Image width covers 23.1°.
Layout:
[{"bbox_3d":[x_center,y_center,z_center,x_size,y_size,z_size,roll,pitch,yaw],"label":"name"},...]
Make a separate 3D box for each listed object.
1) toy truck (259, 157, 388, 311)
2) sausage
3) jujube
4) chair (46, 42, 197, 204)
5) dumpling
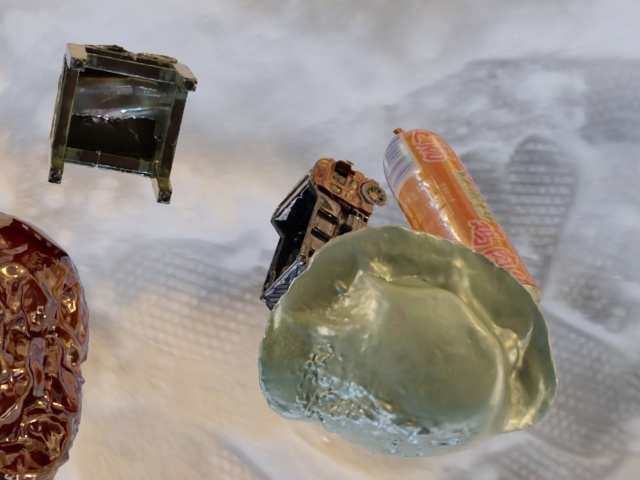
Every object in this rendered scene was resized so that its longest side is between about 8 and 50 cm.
[{"bbox_3d":[0.000,0.000,1.592,0.092,0.083,0.192,33,41,-14],"label":"toy truck"},{"bbox_3d":[0.114,-0.021,1.386,0.071,0.071,0.234,-17,51,-13],"label":"sausage"},{"bbox_3d":[-0.370,0.139,1.584,0.276,0.377,0.276,4,126,5],"label":"jujube"},{"bbox_3d":[-0.224,-0.141,1.723,0.136,0.270,0.147,10,101,-11],"label":"chair"},{"bbox_3d":[0.067,0.079,1.063,0.219,0.108,0.152,2,113,-20],"label":"dumpling"}]
